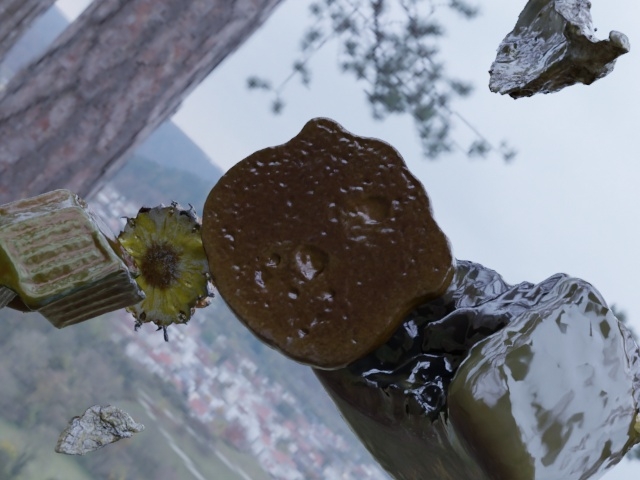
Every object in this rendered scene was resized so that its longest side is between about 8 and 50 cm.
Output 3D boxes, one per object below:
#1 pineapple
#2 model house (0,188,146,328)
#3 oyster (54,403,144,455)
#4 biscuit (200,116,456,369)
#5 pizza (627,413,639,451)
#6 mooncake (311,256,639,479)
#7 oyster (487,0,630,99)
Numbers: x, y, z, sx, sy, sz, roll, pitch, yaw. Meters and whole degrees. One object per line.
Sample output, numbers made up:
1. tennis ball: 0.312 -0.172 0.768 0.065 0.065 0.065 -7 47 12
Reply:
1. pineapple: -0.239 0.044 1.560 0.221 0.221 0.047 44 10 18
2. model house: -0.363 0.049 1.319 0.239 0.268 0.173 -141 -147 -63
3. oyster: -0.245 0.209 1.116 0.081 0.038 0.083 9 18 14
4. biscuit: 0.000 0.000 1.120 0.273 0.257 0.049 53 3 21
5. pizza: 0.341 0.277 1.436 0.292 0.058 0.197 10 -70 49
6. mooncake: 0.164 0.149 1.186 0.394 0.246 0.393 45 -26 28
7. oyster: 0.342 -0.294 1.526 0.111 0.204 0.396 26 28 -16
